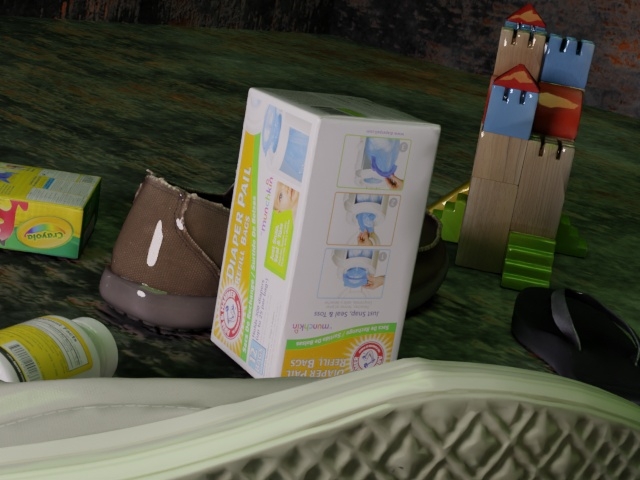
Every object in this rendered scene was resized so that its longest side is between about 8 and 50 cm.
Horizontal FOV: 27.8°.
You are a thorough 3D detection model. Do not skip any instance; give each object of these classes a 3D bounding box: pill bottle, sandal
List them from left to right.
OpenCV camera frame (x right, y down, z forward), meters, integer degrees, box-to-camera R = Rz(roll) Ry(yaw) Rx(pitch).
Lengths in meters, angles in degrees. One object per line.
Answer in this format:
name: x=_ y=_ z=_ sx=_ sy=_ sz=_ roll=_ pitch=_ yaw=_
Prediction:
pill bottle: x=-0.177 y=0.082 z=0.798 sx=0.065 sy=0.065 sz=0.116 roll=17 pitch=16 yaw=24
sandal: x=0.228 y=0.083 z=1.073 sx=0.097 sy=0.054 sz=0.254 roll=7 pitch=15 yaw=-9

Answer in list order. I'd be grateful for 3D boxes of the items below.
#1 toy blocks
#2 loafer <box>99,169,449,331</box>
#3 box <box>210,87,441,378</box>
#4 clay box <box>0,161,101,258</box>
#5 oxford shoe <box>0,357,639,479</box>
toy blocks: x=0.228 y=-0.121 z=1.432 sx=0.191 sy=0.260 sz=0.381 roll=12 pitch=15 yaw=6
loafer: x=-0.014 y=-0.006 z=1.102 sx=0.134 sy=0.130 sz=0.366 roll=23 pitch=20 yaw=39
box: x=0.000 y=0.000 z=0.948 sx=0.103 sy=0.203 sz=0.114 roll=2 pitch=15 yaw=-30
clay box: x=-0.319 y=-0.038 z=1.173 sx=0.222 sy=0.053 sz=0.127 roll=8 pitch=15 yaw=-4
oxford shoe: x=-0.034 y=0.122 z=0.568 sx=0.450 sy=0.169 sz=0.130 roll=-2 pitch=17 yaw=-23
